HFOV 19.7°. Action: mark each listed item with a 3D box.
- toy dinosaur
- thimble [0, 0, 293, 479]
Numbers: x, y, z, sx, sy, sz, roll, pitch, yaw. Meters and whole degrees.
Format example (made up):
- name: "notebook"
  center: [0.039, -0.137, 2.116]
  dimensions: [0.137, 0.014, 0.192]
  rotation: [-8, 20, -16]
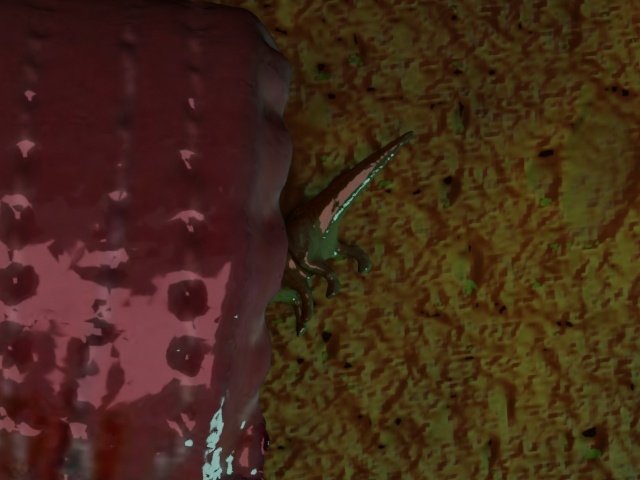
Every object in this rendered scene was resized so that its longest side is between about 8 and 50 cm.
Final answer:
- name: "toy dinosaur"
  center: [0.002, 0.004, 0.739]
  dimensions: [0.113, 0.026, 0.041]
  rotation: [-39, 80, 10]
- name: "thimble"
  center: [-0.080, 0.004, 0.661]
  dimensions: [0.125, 0.163, 0.189]
  rotation: [7, 77, -8]
